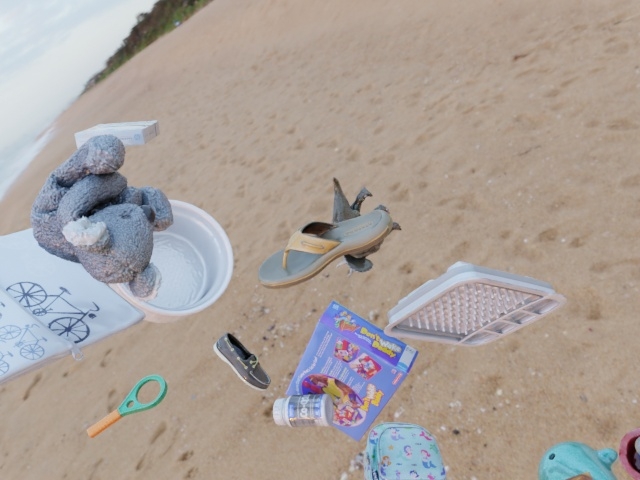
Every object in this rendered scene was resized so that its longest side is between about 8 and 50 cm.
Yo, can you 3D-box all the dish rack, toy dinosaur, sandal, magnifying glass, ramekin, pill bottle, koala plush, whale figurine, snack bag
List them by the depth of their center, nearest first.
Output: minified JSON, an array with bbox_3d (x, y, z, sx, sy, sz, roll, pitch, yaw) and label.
[{"bbox_3d":[0.000,0.000,0.663,0.180,0.049,0.072,-25,32,7],"label":"sandal"},{"bbox_3d":[-0.322,-0.010,0.817,0.203,0.196,0.221,-38,48,-8],"label":"koala plush"},{"bbox_3d":[-0.495,0.090,0.854,0.343,0.323,0.037,-22,-39,-57],"label":"snack bag"},{"bbox_3d":[0.327,0.139,1.171,0.285,0.333,0.072,-43,46,43],"label":"dish rack"},{"bbox_3d":[-0.354,0.057,1.243,0.135,0.277,0.277,-40,14,52],"label":"ramekin"},{"bbox_3d":[0.630,0.573,1.287,0.216,0.141,0.272,-47,2,-11],"label":"whale figurine"},{"bbox_3d":[0.091,-0.023,1.293,0.121,0.313,0.160,35,77,34],"label":"toy dinosaur"},{"bbox_3d":[-0.042,0.422,1.337,0.137,0.078,0.078,-9,34,18],"label":"pill bottle"},{"bbox_3d":[-0.520,0.449,1.456,0.231,0.026,0.092,-35,50,-13],"label":"magnifying glass"}]

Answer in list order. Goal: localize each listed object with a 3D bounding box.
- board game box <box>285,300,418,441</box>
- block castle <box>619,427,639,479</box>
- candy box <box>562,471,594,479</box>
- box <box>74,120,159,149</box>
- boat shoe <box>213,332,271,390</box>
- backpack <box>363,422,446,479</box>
[{"bbox_3d":[0.065,0.335,1.345,0.078,0.234,0.347,-50,-14,-46],"label":"board game box"},{"bbox_3d":[0.449,0.501,0.679,0.453,0.213,0.303,-50,33,-12],"label":"block castle"},{"bbox_3d":[0.496,0.556,1.133,0.187,0.053,0.109,-27,-12,11],"label":"candy box"},{"bbox_3d":[-0.461,-0.247,1.246,0.145,0.038,0.186,-5,18,-5],"label":"box"},{"bbox_3d":[-0.245,0.395,1.756,0.068,0.228,0.081,-50,-2,20],"label":"boat shoe"},{"bbox_3d":[0.232,0.627,1.507,0.225,0.190,0.253,3,28,-4],"label":"backpack"}]
